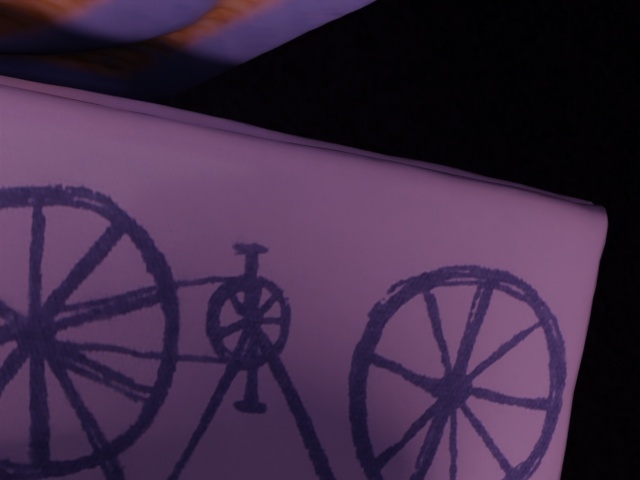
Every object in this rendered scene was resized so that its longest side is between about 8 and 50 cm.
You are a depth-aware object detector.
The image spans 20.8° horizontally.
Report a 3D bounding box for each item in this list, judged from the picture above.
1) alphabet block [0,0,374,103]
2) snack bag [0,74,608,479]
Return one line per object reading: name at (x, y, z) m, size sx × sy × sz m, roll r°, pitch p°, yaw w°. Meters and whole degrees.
alphabet block at (-0.086, -0.166, 0.515) m, size 0.193 × 0.192 × 0.197 m, roll 8°, pitch 76°, yaw -36°
snack bag at (-0.054, 0.129, 0.531) m, size 0.323 × 0.037 × 0.342 m, roll 9°, pitch 89°, yaw -35°
